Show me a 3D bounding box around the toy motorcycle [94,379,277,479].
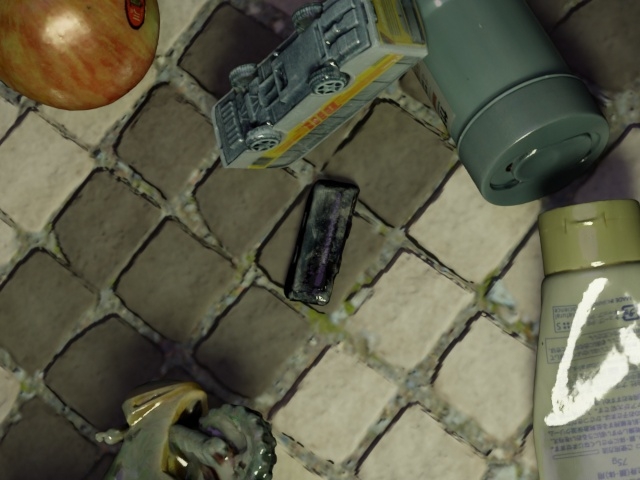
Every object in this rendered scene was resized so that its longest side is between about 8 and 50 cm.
[{"bbox_3d":[-0.124,0.190,1.241,0.229,0.094,0.130,-51,56,12],"label":"toy motorcycle"}]

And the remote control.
[{"bbox_3d":[0.000,0.000,1.299,0.039,0.014,0.096,9,75,24],"label":"remote control"}]

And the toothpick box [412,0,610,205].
[{"bbox_3d":[0.123,-0.113,1.244,0.101,0.101,0.153,-31,61,8],"label":"toothpick box"}]

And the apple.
[{"bbox_3d":[-0.202,-0.176,1.378,0.146,0.131,0.146,-10,62,20],"label":"apple"}]

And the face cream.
[{"bbox_3d":[0.191,0.089,1.174,0.114,0.070,0.224,-10,80,18],"label":"face cream"}]

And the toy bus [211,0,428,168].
[{"bbox_3d":[-0.004,-0.115,1.266,0.190,0.075,0.064,-38,60,47],"label":"toy bus"}]
